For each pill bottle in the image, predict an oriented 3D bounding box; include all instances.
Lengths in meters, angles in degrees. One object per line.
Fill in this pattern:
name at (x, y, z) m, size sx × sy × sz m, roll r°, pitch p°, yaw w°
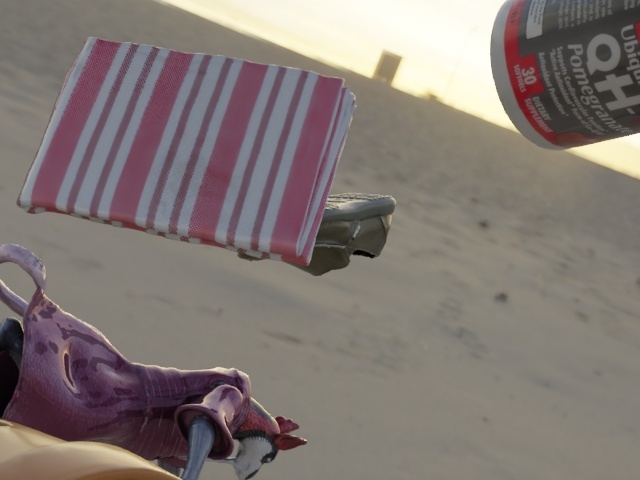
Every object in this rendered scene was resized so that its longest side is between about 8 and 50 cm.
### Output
pill bottle at (0.335, -0.198, 1.208) m, size 0.176 × 0.176 × 0.318 m, roll 20°, pitch -21°, yaw -39°

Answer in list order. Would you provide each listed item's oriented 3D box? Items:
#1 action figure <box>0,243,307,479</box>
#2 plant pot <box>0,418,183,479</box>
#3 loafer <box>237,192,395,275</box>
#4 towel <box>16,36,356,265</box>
action figure at (-0.193, 0.176, 1.337) m, size 0.370 × 0.276 × 0.248 m, roll 5°, pitch -19°, yaw -24°
plant pot at (-0.244, 0.262, 0.951) m, size 0.203 × 0.291 × 0.291 m, roll 25°, pitch 4°, yaw 42°
loafer at (0.000, 0.000, 1.416) m, size 0.094 × 0.087 × 0.251 m, roll 7°, pitch 12°, yaw 42°
towel at (-0.085, -0.060, 0.822) m, size 0.197 × 0.144 × 0.029 m, roll 11°, pitch -33°, yaw 9°
